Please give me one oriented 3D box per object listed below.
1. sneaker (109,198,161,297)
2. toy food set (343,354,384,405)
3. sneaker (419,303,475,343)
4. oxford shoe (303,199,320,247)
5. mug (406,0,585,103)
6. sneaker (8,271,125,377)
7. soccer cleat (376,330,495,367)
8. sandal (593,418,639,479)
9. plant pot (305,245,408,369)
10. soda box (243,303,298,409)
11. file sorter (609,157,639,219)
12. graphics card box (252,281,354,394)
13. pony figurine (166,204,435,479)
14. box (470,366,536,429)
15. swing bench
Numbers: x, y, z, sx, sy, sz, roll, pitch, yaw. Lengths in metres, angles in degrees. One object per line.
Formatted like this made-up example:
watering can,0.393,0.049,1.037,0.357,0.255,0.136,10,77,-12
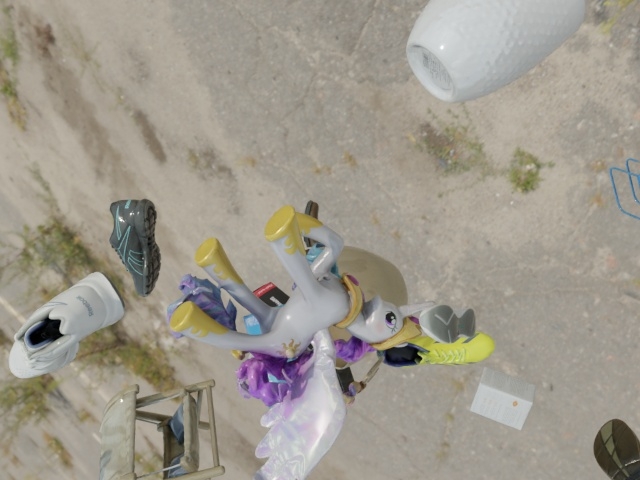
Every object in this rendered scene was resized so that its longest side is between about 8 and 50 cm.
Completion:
sneaker,-0.464,0.016,1.620,0.106,0.101,0.267,5,113,5
toy food set,0.066,0.256,1.138,0.019,0.122,0.078,35,147,16
sneaker,0.171,0.120,0.927,0.061,0.152,0.053,-3,80,33
oxford shoe,0.000,0.000,1.772,0.096,0.083,0.227,-6,90,5
mug,0.371,-0.460,1.493,0.276,0.328,0.374,48,173,14
sneaker,-0.448,0.151,1.055,0.297,0.129,0.111,-38,87,33
soccer cleat,0.282,0.275,1.579,0.289,0.121,0.093,-2,100,7
sandal,0.573,0.419,1.164,0.060,0.090,0.219,40,-169,-28
plant pot,0.089,0.133,1.493,0.284,0.191,0.284,166,90,-68
soda box,-0.080,0.236,1.263,0.067,0.071,0.210,-23,82,53
file sorter,0.678,-0.124,1.271,0.118,0.170,0.104,64,175,-23
graphics card box,-0.056,0.295,1.879,0.371,0.094,0.232,33,148,50
pony figurine,-0.041,0.138,0.950,0.363,0.351,0.302,39,-167,-36
box,0.587,0.507,2.077,0.171,0.091,0.130,19,124,15
swing bench,-0.349,0.448,1.390,0.253,0.255,0.165,-111,27,-53
